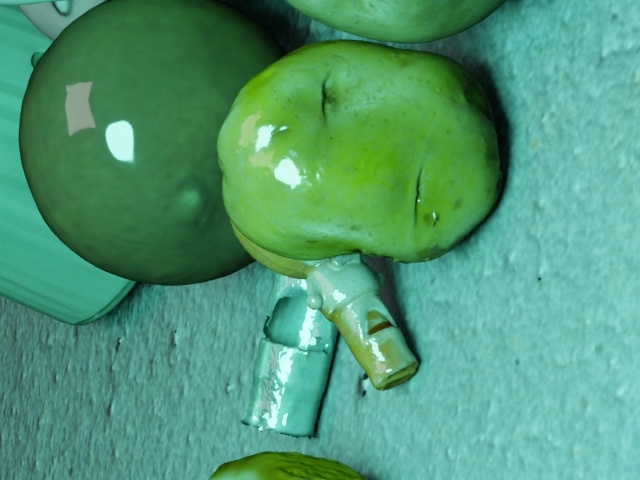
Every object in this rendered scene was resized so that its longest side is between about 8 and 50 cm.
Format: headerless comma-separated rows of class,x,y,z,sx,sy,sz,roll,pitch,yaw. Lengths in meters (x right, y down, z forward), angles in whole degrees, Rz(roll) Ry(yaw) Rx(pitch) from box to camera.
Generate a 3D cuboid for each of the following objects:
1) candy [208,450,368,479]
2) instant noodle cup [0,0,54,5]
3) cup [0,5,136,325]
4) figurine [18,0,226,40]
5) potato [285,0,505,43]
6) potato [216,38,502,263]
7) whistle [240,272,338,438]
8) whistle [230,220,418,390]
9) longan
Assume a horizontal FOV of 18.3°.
candy,-0.029,0.280,1.425,0.260,0.118,0.260,-171,90,-71
instant noodle cup,-0.199,-0.329,1.485,0.325,0.326,0.254,-19,80,59
cup,-0.338,-0.151,1.925,0.310,0.392,0.401,-45,36,37
figurine,-0.171,-0.272,1.775,0.261,0.270,0.211,-71,-16,-61
potato,0.053,-0.267,1.401,0.326,0.221,0.243,45,122,61
potato,0.026,-0.064,1.406,0.154,0.200,0.137,-94,5,-49
whistle,0.000,0.000,1.562,0.062,0.062,0.312,11,88,63
whistle,0.003,0.013,1.477,0.220,0.107,0.057,58,141,17
longan,-0.126,-0.082,1.622,0.258,0.258,0.258,-34,50,53
